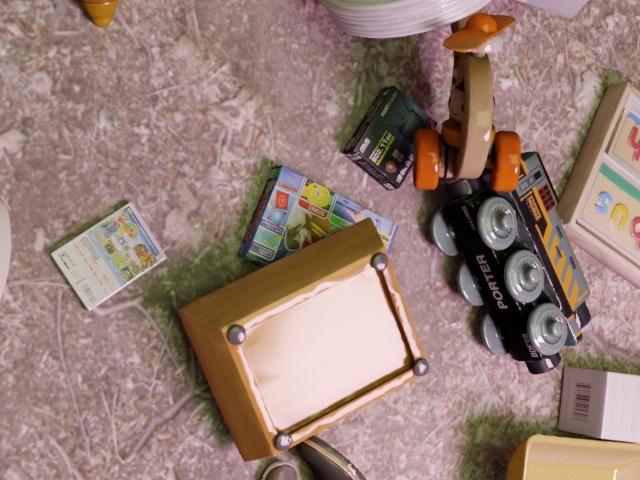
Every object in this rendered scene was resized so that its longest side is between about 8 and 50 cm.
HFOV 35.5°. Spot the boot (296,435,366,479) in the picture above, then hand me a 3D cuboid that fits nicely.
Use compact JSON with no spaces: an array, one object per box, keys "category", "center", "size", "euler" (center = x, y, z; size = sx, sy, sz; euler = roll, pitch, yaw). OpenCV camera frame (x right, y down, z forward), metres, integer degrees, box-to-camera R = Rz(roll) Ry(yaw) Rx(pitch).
[{"category":"boot","center":[0.005,0.367,1.355],"size":[0.137,0.077,0.198],"euler":[-46,108,-15]}]

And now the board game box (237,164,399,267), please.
[{"category":"board game box","center":[0.000,0.000,1.385],"size":[0.201,0.035,0.136],"euler":[27,76,-23]}]

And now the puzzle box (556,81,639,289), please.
[{"category":"puzzle box","center":[0.586,-0.042,1.676],"size":[0.409,0.052,0.272],"euler":[31,75,-23]}]

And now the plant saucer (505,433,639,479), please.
[{"category":"plant saucer","center":[0.375,0.464,1.512],"size":[0.332,0.081,0.333],"euler":[13,82,-37]}]

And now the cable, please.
[{"category":"cable","center":[0.120,-0.364,1.338],"size":[0.257,0.257,0.089],"euler":[-24,130,-2]}]

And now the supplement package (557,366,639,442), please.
[{"category":"supplement package","center":[0.481,0.263,1.581],"size":[0.179,0.105,0.105],"euler":[11,82,-26]}]

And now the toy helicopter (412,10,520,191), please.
[{"category":"toy helicopter","center":[0.203,-0.249,1.381],"size":[0.140,0.235,0.355],"euler":[2,52,3]}]

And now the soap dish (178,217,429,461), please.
[{"category":"soap dish","center":[-0.007,0.132,1.305],"size":[0.291,0.118,0.229],"euler":[-26,106,-19]}]

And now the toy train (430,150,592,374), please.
[{"category":"toy train","center":[0.298,0.028,1.486],"size":[0.190,0.142,0.334],"euler":[-35,104,-34]}]

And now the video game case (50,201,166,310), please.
[{"category":"video game case","center":[-0.266,0.020,1.263],"size":[0.122,0.011,0.087],"euler":[-36,103,-23]}]

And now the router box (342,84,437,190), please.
[{"category":"router box","center":[0.101,-0.148,1.440],"size":[0.092,0.038,0.122],"euler":[37,73,-21]}]

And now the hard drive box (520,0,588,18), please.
[{"category":"hard drive box","center":[0.302,-0.462,1.471],"size":[0.181,0.089,0.232],"euler":[11,54,-27]}]

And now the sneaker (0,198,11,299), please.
[{"category":"sneaker","center":[-0.457,0.099,1.095],"size":[0.148,0.131,0.350],"euler":[23,78,-29]}]

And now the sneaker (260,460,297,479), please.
[{"category":"sneaker","center":[-0.051,0.375,1.328],"size":[0.061,0.065,0.158],"euler":[11,83,-26]}]

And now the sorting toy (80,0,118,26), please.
[{"category":"sorting toy","center":[-0.173,-0.358,1.293],"size":[0.365,0.127,0.126],"euler":[-18,125,-29]}]
